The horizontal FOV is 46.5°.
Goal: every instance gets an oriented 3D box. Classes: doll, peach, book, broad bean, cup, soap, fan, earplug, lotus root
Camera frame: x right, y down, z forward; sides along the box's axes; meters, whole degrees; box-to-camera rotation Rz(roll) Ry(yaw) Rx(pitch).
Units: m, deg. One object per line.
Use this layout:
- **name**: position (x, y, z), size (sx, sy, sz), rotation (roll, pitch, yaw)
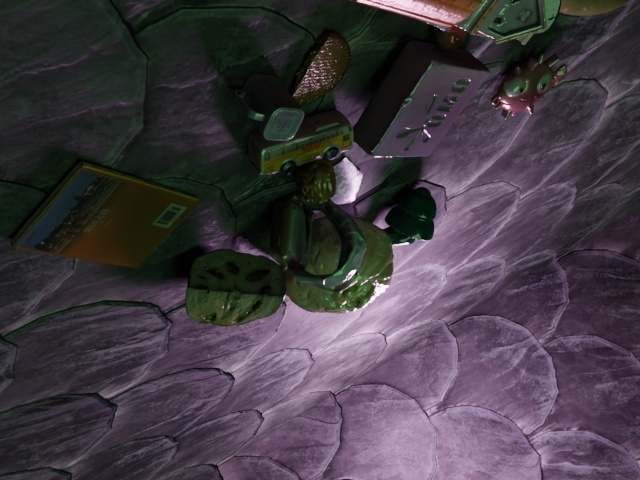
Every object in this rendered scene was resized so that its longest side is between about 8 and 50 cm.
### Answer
- **doll**: position (0.601, -0.449, 2.147), size (0.262, 0.093, 0.211), rotation (-19, 144, -21)
- **peach**: position (0.310, -0.494, 1.777), size (0.083, 0.083, 0.083), rotation (-26, 152, -14)
- **book**: position (-0.482, -0.046, 1.717), size (0.262, 0.028, 0.374), rotation (-42, 152, 18)
- **broad bean**: position (0.672, -0.655, 1.883), size (0.263, 0.121, 0.189), rotation (3, 144, -28)
- **cup**: position (-0.120, -0.288, 1.601), size (0.128, 0.129, 0.095), rotation (-2, 133, -41)
- **soap**: position (0.250, -0.352, 1.887), size (0.285, 0.107, 0.296), rotation (-9, 140, -47)
- **fan**: position (0.064, -0.164, 2.134), size (0.131, 0.009, 0.240), rotation (-29, 153, -7)
- **earplug**: position (0.243, -0.063, 2.390), size (0.280, 0.257, 0.164), rotation (-61, -177, 17)
- **lotus root**: position (-0.244, 0.141, 2.109), size (0.267, 0.149, 0.260), rotation (6, 152, -9)

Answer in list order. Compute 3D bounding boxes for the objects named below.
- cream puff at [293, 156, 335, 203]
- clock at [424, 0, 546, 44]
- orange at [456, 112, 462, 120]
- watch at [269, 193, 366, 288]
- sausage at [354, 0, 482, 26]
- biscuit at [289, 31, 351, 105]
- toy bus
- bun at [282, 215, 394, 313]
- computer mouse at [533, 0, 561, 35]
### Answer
- **cream puff**: position (-0.015, -0.160, 1.931), size (0.103, 0.126, 0.144), rotation (-13, 141, -6)
- **clock**: position (0.376, -0.548, 1.608), size (0.310, 0.166, 0.235), rotation (13, 131, -31)
- **orange**: position (0.352, -0.359, 2.046), size (0.085, 0.085, 0.085), rotation (-26, 152, -14)
- **watch**: position (0.000, 0.000, 2.013), size (0.241, 0.253, 0.162), rotation (-2, 165, 26)
- **sausage**: position (0.166, -0.537, 1.381), size (0.287, 0.233, 0.233), rotation (-2, 140, -46)
- **biscuit**: position (0.004, -0.383, 1.684), size (0.126, 0.025, 0.206), rotation (-5, 143, -43)
- **toy bus**: position (-0.046, -0.239, 1.808), size (0.268, 0.092, 0.106), rotation (-20, 141, -23)
- **bun**: position (0.056, 0.096, 2.247), size (0.352, 0.227, 0.349), rotation (-14, 139, 0)
- **computer mouse**: position (0.492, -0.613, 1.755), size (0.138, 0.086, 0.269), rotation (-21, 136, 3)
